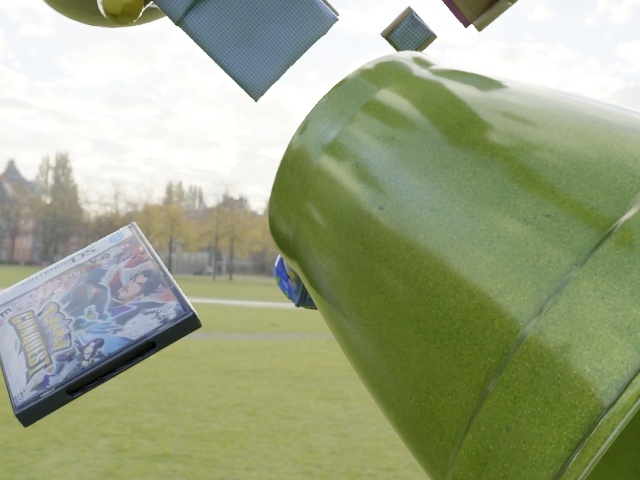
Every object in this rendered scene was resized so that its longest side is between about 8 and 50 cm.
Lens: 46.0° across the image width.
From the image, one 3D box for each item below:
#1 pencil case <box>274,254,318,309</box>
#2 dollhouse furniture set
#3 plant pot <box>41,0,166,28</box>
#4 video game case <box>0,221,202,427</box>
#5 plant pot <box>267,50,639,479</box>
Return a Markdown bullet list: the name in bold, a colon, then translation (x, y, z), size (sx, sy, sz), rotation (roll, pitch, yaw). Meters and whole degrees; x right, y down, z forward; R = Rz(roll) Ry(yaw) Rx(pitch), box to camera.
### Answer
- **pencil case**: translation (0.000, 0.000, 0.985), size (0.119, 0.133, 0.306), rotation (30, -21, 8)
- **dollhouse furniture set**: translation (-0.021, -0.220, 0.683), size (0.303, 0.286, 0.198), rotation (-39, 17, 18)
- **plant pot**: translation (-0.307, -0.406, 1.035), size (0.284, 0.283, 0.191), rotation (5, -19, -40)
- **video game case**: translation (-0.325, 0.100, 1.044), size (0.248, 0.035, 0.275), rotation (-29, 38, -15)
- **plant pot**: translation (0.150, 0.023, 0.621), size (0.367, 0.366, 0.353), rotation (6, 28, -50)
